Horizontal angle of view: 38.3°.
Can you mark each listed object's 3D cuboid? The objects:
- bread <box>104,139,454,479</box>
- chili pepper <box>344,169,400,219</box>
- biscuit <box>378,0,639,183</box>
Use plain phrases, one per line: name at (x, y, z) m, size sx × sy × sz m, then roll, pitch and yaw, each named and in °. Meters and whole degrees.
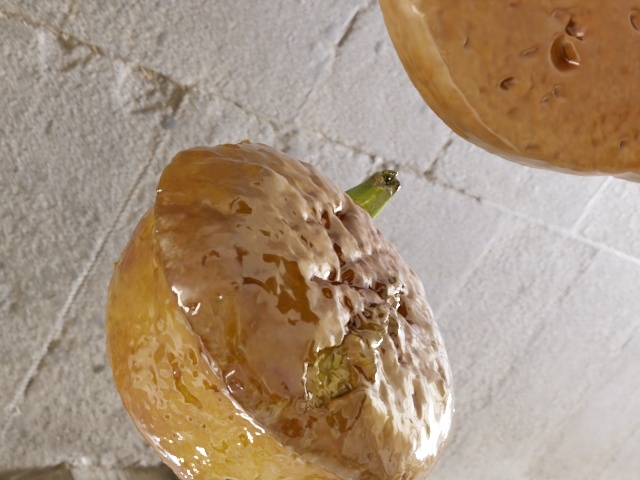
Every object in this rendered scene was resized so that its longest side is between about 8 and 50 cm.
bread at (-0.029, 0.072, 0.723) m, size 0.172 × 0.312 × 0.312 m, roll -38°, pitch 141°, yaw 26°
chili pepper at (0.000, 0.000, 0.928) m, size 0.201 × 0.052 × 0.050 m, roll -42°, pitch 143°, yaw 14°
biscuit at (0.210, -0.266, 0.623) m, size 0.349 × 0.078 × 0.455 m, roll 35°, pitch 84°, yaw -28°
